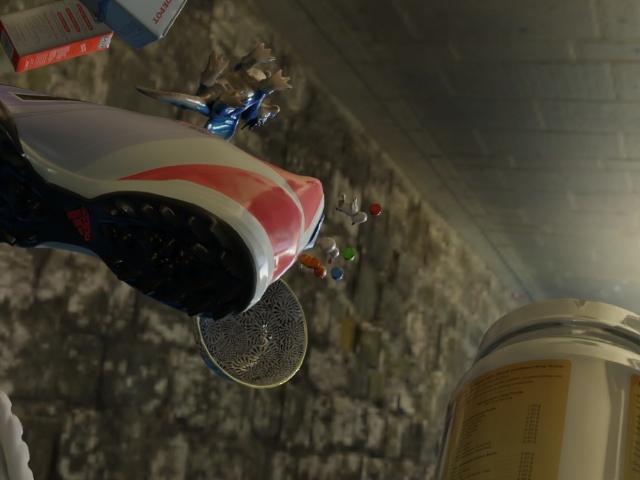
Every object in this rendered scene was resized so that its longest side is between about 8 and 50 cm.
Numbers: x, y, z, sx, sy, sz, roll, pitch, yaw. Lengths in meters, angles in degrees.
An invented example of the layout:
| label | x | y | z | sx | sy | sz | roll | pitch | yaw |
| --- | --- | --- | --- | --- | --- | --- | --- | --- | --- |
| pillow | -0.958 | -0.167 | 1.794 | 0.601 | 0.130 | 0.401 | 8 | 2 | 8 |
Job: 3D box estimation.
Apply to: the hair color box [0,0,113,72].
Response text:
| label | x | y | z | sx | sy | sz | roll | pitch | yaw |
| --- | --- | --- | --- | --- | --- | --- | --- | --- | --- |
| hair color box | -0.366 | -0.287 | 1.554 | 0.141 | 0.072 | 0.043 | -22 | 166 | -29 |

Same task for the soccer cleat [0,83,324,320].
| label | x | y | z | sx | sy | sz | roll | pitch | yaw |
| --- | --- | --- | --- | --- | --- | --- | --- | --- | --- |
| soccer cleat | -0.150 | -0.048 | 0.771 | 0.318 | 0.109 | 0.116 | 22 | -143 | 23 |

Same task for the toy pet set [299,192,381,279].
| label | x | y | z | sx | sy | sz | roll | pitch | yaw |
| --- | --- | --- | --- | --- | --- | --- | --- | --- | --- |
| toy pet set | 0.000 | 0.000 | 1.369 | 0.114 | 0.122 | 0.065 | 23 | 145 | 16 |

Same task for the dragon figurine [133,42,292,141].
| label | x | y | z | sx | sy | sz | roll | pitch | yaw |
| --- | --- | --- | --- | --- | --- | --- | --- | --- | --- |
| dragon figurine | -0.136 | -0.180 | 1.487 | 0.289 | 0.085 | 0.144 | -29 | 171 | -44 |

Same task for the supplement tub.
| label | x | y | z | sx | sy | sz | roll | pitch | yaw |
| --- | --- | --- | --- | --- | --- | --- | --- | --- | --- |
| supplement tub | 0.130 | 0.143 | 0.602 | 0.144 | 0.200 | 0.144 | 10 | 135 | 10 |

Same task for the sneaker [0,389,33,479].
| label | x | y | z | sx | sy | sz | roll | pitch | yaw |
| --- | --- | --- | --- | --- | --- | --- | --- | --- | --- |
| sneaker | -0.259 | 0.181 | 0.772 | 0.115 | 0.281 | 0.105 | -8 | 140 | -44 |

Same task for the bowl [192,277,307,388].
| label | x | y | z | sx | sy | sz | roll | pitch | yaw |
| --- | --- | --- | --- | --- | --- | --- | --- | --- | --- |
| bowl | -0.109 | 0.122 | 1.498 | 0.170 | 0.170 | 0.080 | 13 | 154 | -33 |

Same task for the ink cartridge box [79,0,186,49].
| label | x | y | z | sx | sy | sz | roll | pitch | yaw |
| --- | --- | --- | --- | --- | --- | --- | --- | --- | --- |
| ink cartridge box | -0.269 | -0.364 | 1.527 | 0.175 | 0.127 | 0.072 | 41 | 151 | -27 |
